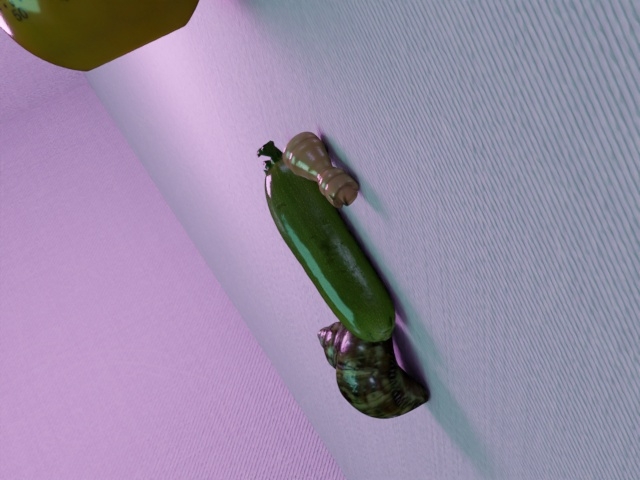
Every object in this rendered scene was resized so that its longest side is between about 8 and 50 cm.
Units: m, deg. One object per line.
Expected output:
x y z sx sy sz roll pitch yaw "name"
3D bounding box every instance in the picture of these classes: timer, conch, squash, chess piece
-0.350 -0.456 1.476 0.387 0.376 0.376 66 167 -16 "timer"
0.081 0.206 1.668 0.181 0.124 0.187 61 179 26 "conch"
0.000 0.000 1.602 0.379 0.101 0.101 60 167 15 "squash"
0.004 -0.099 1.467 0.122 0.066 0.066 46 161 33 "chess piece"
